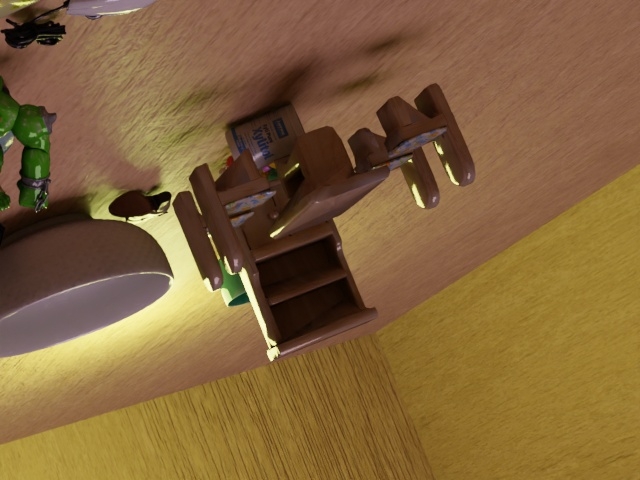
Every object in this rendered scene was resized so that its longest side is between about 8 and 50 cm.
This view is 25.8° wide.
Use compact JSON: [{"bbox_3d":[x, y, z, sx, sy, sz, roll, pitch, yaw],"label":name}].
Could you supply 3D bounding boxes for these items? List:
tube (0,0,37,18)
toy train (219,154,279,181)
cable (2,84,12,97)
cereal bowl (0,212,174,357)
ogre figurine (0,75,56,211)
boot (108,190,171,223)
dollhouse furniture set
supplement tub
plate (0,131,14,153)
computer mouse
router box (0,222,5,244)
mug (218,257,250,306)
[{"bbox_3d":[-0.318,-0.228,1.255,0.070,0.062,0.240,20,-177,10],"label":"tube"},{"bbox_3d":[-0.103,-0.117,2.152,0.125,0.046,0.166,-19,164,-10],"label":"toy train"},{"bbox_3d":[-0.483,-0.113,1.528,0.287,0.072,0.139,-34,151,-1],"label":"cable"},{"bbox_3d":[-0.401,0.056,2.129,0.339,0.141,0.339,-22,168,-5],"label":"cereal bowl"},{"bbox_3d":[-0.368,-0.112,1.481,0.118,0.197,0.097,-60,-178,23],"label":"ogre figurine"},{"bbox_3d":[-0.282,-0.046,2.144,0.118,0.042,0.087,-12,168,-30],"label":"boot"},{"bbox_3d":[0.000,0.000,1.994,0.362,0.256,0.394,-21,174,-19],"label":"dollhouse furniture set"},{"bbox_3d":[-0.076,-0.145,2.005,0.107,0.071,0.071,-24,168,4],"label":"supplement tub"},{"bbox_3d":[-0.455,-0.091,1.678,0.188,0.024,0.188,-21,169,-4],"label":"plate"},{"bbox_3d":[-0.216,-0.236,1.390,0.193,0.042,0.106,-25,-179,8],"label":"computer mouse"},{"bbox_3d":[-0.489,0.029,1.926,0.092,0.122,0.038,-29,125,24],"label":"router box"},{"bbox_3d":[-0.149,0.064,2.719,0.158,0.097,0.129,-30,166,35],"label":"mug"}]
